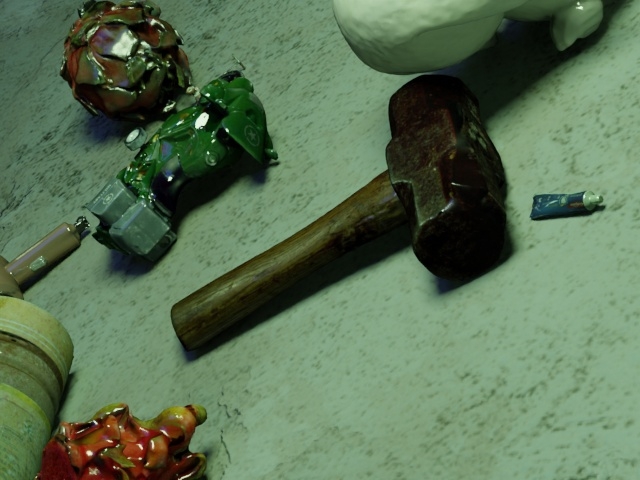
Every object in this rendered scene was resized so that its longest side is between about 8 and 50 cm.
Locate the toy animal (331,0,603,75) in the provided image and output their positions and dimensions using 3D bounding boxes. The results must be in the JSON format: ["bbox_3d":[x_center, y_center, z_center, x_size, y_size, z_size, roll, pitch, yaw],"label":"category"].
[{"bbox_3d":[0.143,-0.265,1.492,0.265,0.206,0.271,-21,-5,-21],"label":"toy animal"}]

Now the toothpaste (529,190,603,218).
[{"bbox_3d":[0.227,-0.035,1.344,0.083,0.019,0.027,-7,62,48],"label":"toothpaste"}]

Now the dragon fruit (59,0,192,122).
[{"bbox_3d":[-0.272,-0.249,2.002,0.182,0.182,0.188,-37,17,6],"label":"dragon fruit"}]

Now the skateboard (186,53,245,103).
[{"bbox_3d":[-0.133,-0.206,1.933,0.083,0.032,0.064,-42,41,3],"label":"skateboard"}]

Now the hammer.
[{"bbox_3d":[0.000,0.000,1.479,0.409,0.095,0.242,-30,33,21],"label":"hammer"}]

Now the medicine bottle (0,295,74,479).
[{"bbox_3d":[-0.368,0.221,1.534,0.151,0.151,0.322,-24,35,25],"label":"medicine bottle"}]

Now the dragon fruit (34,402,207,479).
[{"bbox_3d":[-0.194,0.223,1.378,0.207,0.150,0.133,-37,60,-5],"label":"dragon fruit"}]

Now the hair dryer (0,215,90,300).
[{"bbox_3d":[-0.373,0.029,1.871,0.181,0.064,0.117,-37,32,-4],"label":"hair dryer"}]

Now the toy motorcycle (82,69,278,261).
[{"bbox_3d":[-0.161,-0.090,1.734,0.275,0.125,0.187,-50,32,-6],"label":"toy motorcycle"}]
